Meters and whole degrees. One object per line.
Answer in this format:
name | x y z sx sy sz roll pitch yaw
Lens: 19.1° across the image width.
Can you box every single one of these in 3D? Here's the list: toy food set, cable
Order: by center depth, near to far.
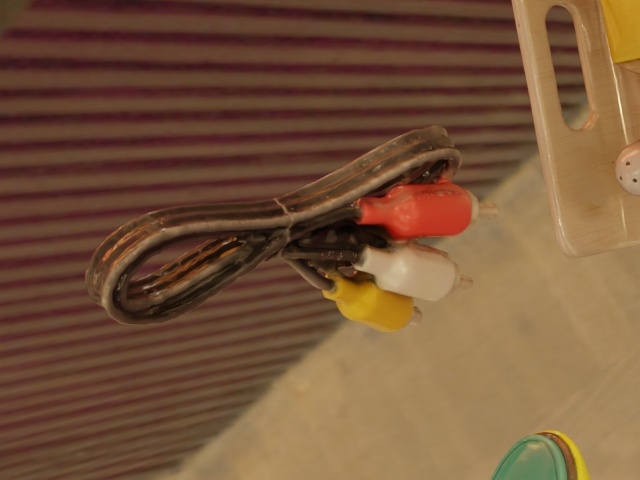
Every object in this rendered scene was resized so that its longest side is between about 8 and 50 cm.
toy food set | 0.222 -0.111 0.975 0.306 0.092 0.220 -8 94 50
cable | 0.000 0.000 1.116 0.072 0.287 0.139 46 119 28

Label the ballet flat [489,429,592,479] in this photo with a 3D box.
ballet flat | 0.106 0.213 0.960 0.077 0.077 0.231 6 79 53
